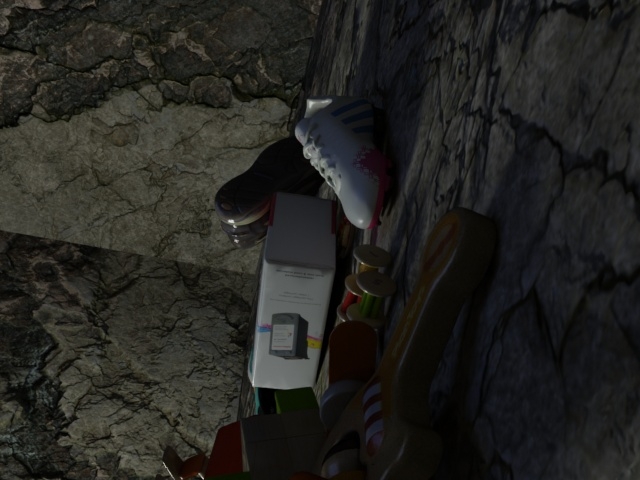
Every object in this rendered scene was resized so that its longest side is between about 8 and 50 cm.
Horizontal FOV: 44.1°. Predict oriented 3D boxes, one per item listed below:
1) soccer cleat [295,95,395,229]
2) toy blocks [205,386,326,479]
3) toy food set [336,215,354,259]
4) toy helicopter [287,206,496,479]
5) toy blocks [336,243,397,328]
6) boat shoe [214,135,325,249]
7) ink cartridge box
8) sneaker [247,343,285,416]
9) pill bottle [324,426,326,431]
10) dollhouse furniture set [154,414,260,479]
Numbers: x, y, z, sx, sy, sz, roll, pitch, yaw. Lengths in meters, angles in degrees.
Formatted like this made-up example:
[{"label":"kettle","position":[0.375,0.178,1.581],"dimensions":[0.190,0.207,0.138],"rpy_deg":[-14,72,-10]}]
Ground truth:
[{"label":"soccer cleat","position":[0.028,-0.127,1.225],"dimensions":[0.331,0.143,0.116],"rpy_deg":[-92,14,-56]},{"label":"toy blocks","position":[-0.019,0.381,0.870],"dimensions":[0.381,0.191,0.260],"rpy_deg":[-117,24,-63]},{"label":"toy food set","position":[0.043,-0.006,1.417],"dimensions":[0.083,0.020,0.082],"rpy_deg":[-89,12,-49]},{"label":"toy helicopter","position":[0.065,0.137,0.718],"dimensions":[0.355,0.140,0.235],"rpy_deg":[-66,11,-1]},{"label":"toy blocks","position":[0.054,0.097,1.062],"dimensions":[0.123,0.054,0.148],"rpy_deg":[-92,14,-60]},{"label":"boat shoe","position":[-0.083,-0.106,1.632],"dimensions":[0.355,0.132,0.130],"rpy_deg":[-38,-39,-37]},{"label":"ink cartridge box","position":[-0.052,0.097,1.495],"dimensions":[0.226,0.131,0.306],"rpy_deg":[-89,6,-54]},{"label":"sneaker","position":[-0.098,0.312,1.754],"dimensions":[0.302,0.108,0.121],"rpy_deg":[-99,20,-46]},{"label":"pill bottle","position":[-0.039,0.370,1.095],"dimensions":[0.131,0.131,0.229],"rpy_deg":[124,155,-72]},{"label":"dollhouse furniture set","position":[-0.146,0.363,1.241],"dimensions":[0.135,0.262,0.259],"rpy_deg":[62,-167,-20]}]
